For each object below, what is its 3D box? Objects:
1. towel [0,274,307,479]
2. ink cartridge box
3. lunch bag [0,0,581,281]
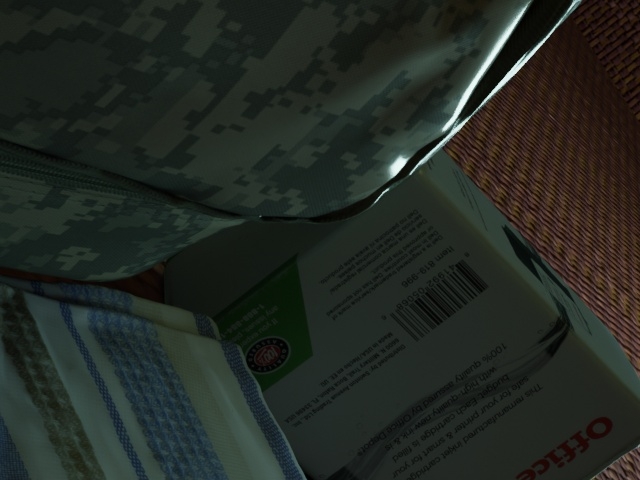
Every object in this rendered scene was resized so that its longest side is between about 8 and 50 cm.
[{"bbox_3d":[-0.073,0.103,0.751,0.209,0.034,0.285,61,19,21],"label":"towel"},{"bbox_3d":[0.046,0.053,0.988,0.208,0.153,0.087,46,15,-29],"label":"ink cartridge box"},{"bbox_3d":[-0.081,-0.122,0.643,0.305,0.256,0.213,15,62,-46],"label":"lunch bag"}]
